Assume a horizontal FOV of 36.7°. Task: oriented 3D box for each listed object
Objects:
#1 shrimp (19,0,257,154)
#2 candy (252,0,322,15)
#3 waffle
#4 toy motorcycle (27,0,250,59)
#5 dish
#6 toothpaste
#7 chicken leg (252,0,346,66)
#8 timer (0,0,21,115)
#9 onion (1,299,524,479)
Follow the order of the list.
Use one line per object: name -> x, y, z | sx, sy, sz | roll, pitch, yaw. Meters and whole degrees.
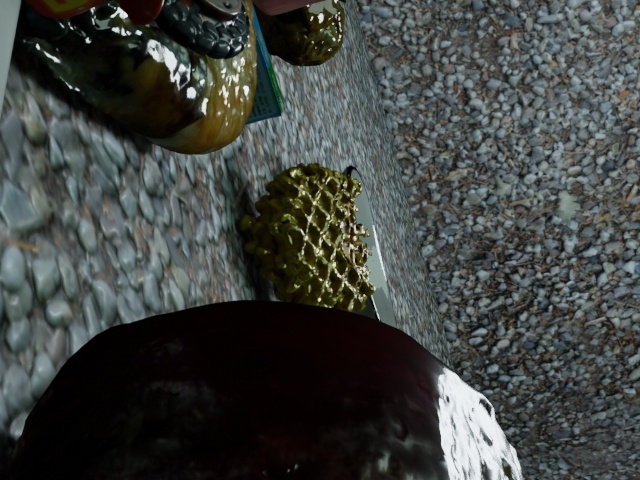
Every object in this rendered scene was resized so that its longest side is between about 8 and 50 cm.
shrimp -> -0.137, -0.213, 0.781 | 0.445, 0.085, 0.272 | 1, 91, -73
candy -> -0.052, -0.338, 0.885 | 0.255, 0.094, 0.255 | -16, 90, -84
waffle -> 0.000, 0.000, 1.151 | 0.197, 0.070, 0.193 | -38, 109, -48
toy motorcycle -> -0.151, -0.228, 0.567 | 0.171, 0.089, 0.298 | -17, 70, -51
dish -> 0.037, 0.053, 1.400 | 0.316, 0.106, 0.316 | -14, 90, -81
toothpaste -> -0.112, -0.266, 1.121 | 0.050, 0.065, 0.267 | -88, 162, -64
chicken leg -> -0.081, -0.374, 1.245 | 0.361, 0.140, 0.211 | 58, -1, -32
timer -> -0.206, -0.072, 0.386 | 0.178, 0.078, 0.253 | 60, 22, -55
onion -> -0.014, 0.208, 0.505 | 0.260, 0.281, 0.337 | -96, 167, -44
